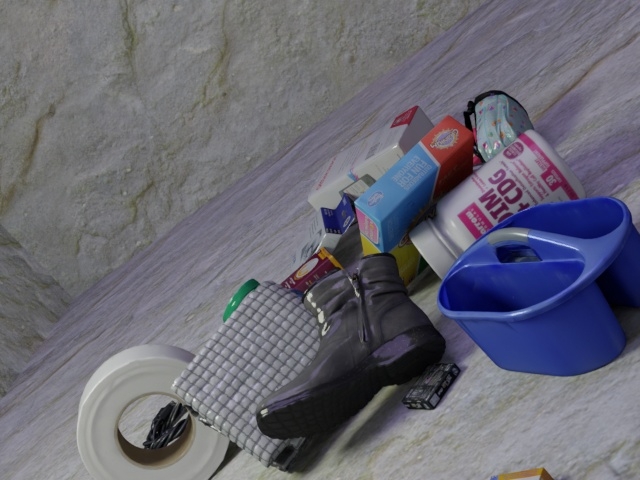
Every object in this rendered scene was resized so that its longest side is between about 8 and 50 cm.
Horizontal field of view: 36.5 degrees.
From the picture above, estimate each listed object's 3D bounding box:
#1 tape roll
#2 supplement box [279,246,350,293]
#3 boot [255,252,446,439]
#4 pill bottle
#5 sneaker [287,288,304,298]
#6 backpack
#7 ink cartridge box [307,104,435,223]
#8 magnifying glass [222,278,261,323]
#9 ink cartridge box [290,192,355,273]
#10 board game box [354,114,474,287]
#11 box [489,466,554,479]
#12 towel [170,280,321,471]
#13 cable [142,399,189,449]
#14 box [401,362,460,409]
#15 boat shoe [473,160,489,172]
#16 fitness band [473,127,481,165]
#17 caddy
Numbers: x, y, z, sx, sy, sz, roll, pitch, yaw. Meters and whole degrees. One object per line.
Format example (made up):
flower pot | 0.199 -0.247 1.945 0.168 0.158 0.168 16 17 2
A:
tape roll | -0.312 0.343 1.824 0.286 0.286 0.100 -42 15 -4
supplement box | -0.030 0.111 2.161 0.188 0.081 0.104 -41 16 -1
boot | 0.017 0.171 1.602 0.338 0.118 0.223 -24 52 -12
pill bottle | 0.304 -0.047 1.688 0.283 0.160 0.160 -39 16 8
sneaker | -0.032 0.195 1.899 0.236 0.130 0.323 -17 24 37
backpack | 0.380 -0.221 2.018 0.115 0.152 0.182 -40 25 36
ink cartridge box | 0.142 -0.182 2.463 0.306 0.131 0.226 -31 19 35
magnifying glass | -0.157 0.155 1.795 0.092 0.026 0.231 -42 -20 -41
ink cartridge box | 0.000 0.000 2.314 0.224 0.045 0.223 -60 12 13
board game box | 0.179 -0.050 1.788 0.242 0.064 0.316 -43 -26 -15
box | 0.217 0.329 1.131 0.081 0.028 0.136 -25 21 43
towel | -0.081 0.237 1.684 0.284 0.235 0.121 -51 -21 -23
cable | -0.318 0.404 2.123 0.150 0.047 0.184 -22 22 36
box | 0.172 0.227 1.514 0.083 0.018 0.067 -49 18 -28
boat shoe | 0.329 -0.119 1.909 0.099 0.116 0.319 -52 14 -24
fitness band | 0.295 -0.149 2.184 0.291 0.054 0.209 -47 20 -18
caddy | 0.313 0.051 1.379 0.241 0.179 0.341 -46 17 -22
